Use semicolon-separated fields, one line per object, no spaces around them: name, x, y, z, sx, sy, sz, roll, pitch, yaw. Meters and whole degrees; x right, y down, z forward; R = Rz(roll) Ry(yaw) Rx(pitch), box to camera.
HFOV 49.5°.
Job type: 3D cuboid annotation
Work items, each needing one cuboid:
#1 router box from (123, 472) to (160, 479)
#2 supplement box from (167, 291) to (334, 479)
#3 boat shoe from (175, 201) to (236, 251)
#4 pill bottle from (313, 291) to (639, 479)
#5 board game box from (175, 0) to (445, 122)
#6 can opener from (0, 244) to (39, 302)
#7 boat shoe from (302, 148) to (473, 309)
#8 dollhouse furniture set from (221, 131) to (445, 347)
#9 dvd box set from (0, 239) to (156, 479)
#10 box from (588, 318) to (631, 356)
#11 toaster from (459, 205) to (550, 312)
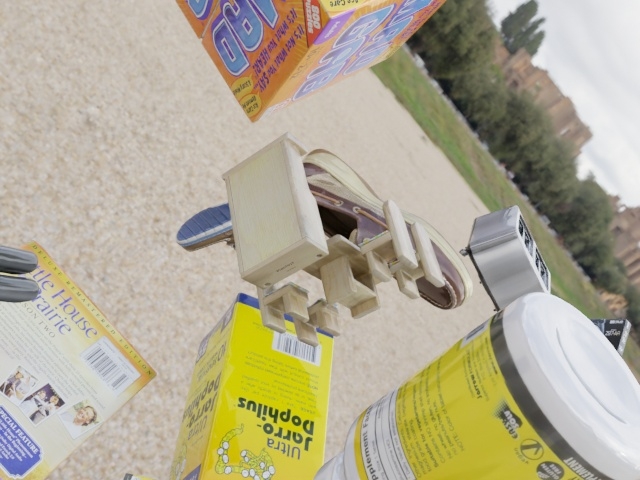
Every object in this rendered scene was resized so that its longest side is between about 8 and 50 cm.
router box;-0.432;0.650;1.685;0.133;0.046;0.179;14;17;-7
supplement box;-0.114;0.302;1.147;0.195;0.194;0.356;23;45;-18
boat shoe;-0.121;-0.021;1.025;0.066;0.183;0.066;47;-22;52
pill bottle;0.146;0.217;0.707;0.188;0.334;0.188;32;32;-23
board game box;-0.015;-0.482;1.166;0.356;0.356;0.356;58;-28;1
can opener;-0.443;0.031;0.785;0.283;0.095;0.076;32;50;-73
boat shoe;0.073;0.003;1.066;0.342;0.123;0.123;42;-32;10
dollhouse furniture set;0.000;0.000;0.901;0.242;0.212;0.161;33;35;-48
dvd box set;-0.463;0.199;0.974;0.307;0.062;0.420;48;32;-2
box;0.507;0.173;1.246;0.018;0.067;0.083;41;-26;-27
toaster;0.364;0.039;1.356;0.168;0.110;0.186;60;26;-12
